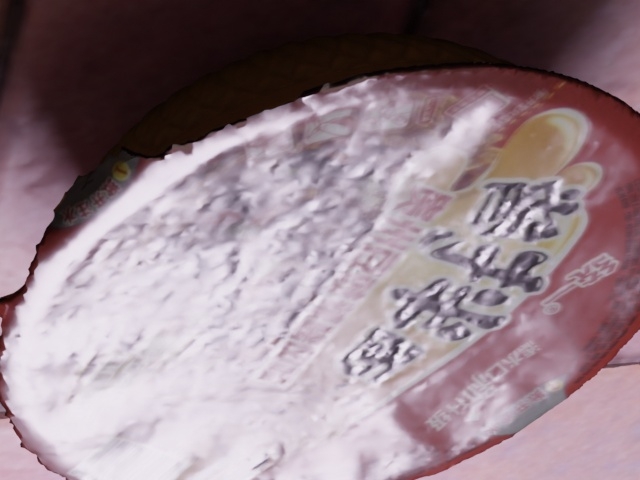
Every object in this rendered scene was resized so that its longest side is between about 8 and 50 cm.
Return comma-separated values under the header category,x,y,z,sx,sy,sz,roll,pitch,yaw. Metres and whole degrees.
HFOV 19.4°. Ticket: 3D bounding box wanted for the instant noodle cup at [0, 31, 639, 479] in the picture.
category,x,y,z,sx,sy,sz,roll,pitch,yaw
instant noodle cup,0.000,0.000,0.734,0.274,0.091,0.274,-12,142,-10
